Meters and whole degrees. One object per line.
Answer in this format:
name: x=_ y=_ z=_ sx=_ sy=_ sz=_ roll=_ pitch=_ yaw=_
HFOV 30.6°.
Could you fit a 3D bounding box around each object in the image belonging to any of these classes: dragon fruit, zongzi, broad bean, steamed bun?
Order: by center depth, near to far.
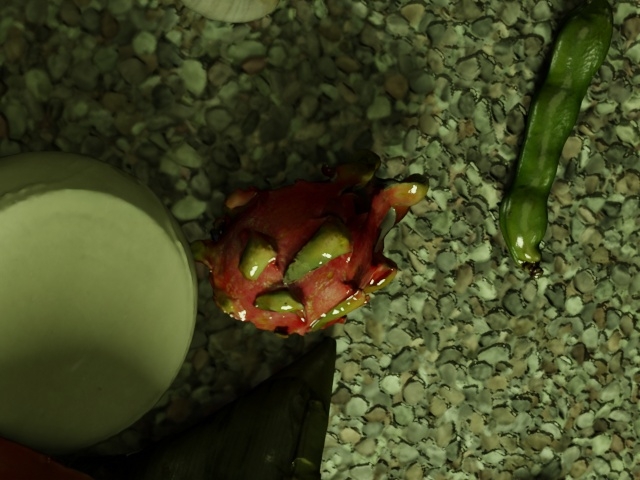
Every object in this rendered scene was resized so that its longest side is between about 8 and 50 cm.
steamed bun: x=-0.214 y=0.044 z=0.885 sx=0.231 sy=0.145 sz=0.232 roll=-8 pitch=106 yaw=-30
dragon fruit: x=0.000 y=0.000 z=0.954 sx=0.207 sy=0.150 sz=0.133 roll=-31 pitch=76 yaw=-14
zongzi: x=-0.121 y=0.188 z=0.976 sx=0.250 sy=0.274 sz=0.125 roll=4 pitch=146 yaw=10
broad bean: x=0.205 y=-0.094 z=1.037 sx=0.052 sy=0.052 sz=0.256 roll=3 pitch=104 yaw=-56

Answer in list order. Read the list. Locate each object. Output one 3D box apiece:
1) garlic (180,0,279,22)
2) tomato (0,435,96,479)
garlic: x=-0.045 y=-0.278 z=0.856 sx=0.256 sy=0.207 sz=0.207 roll=-4 pitch=106 yaw=22
tomato: x=-0.241 y=0.299 z=0.835 sx=0.338 sy=0.144 sz=0.338 roll=9 pitch=127 yaw=12
